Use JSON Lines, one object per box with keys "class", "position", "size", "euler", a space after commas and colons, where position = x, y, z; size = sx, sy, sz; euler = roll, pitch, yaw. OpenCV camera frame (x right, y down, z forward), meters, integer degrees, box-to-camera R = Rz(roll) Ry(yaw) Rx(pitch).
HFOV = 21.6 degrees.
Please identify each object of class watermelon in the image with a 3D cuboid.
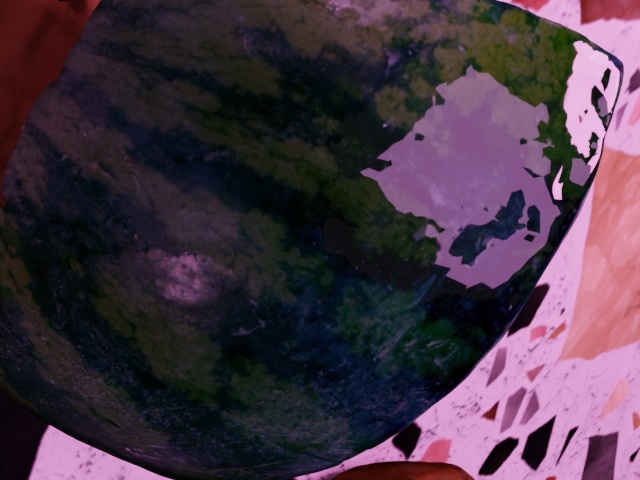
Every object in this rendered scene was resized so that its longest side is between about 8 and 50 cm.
{"class": "watermelon", "position": [-0.067, -0.017, 0.834], "size": [0.222, 0.319, 0.292], "euler": [24, 89, -46]}

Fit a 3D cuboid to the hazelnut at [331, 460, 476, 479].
{"class": "hazelnut", "position": [0.067, 0.248, 1.276], "size": [0.202, 0.160, 0.170], "euler": [-9, 119, -41]}
